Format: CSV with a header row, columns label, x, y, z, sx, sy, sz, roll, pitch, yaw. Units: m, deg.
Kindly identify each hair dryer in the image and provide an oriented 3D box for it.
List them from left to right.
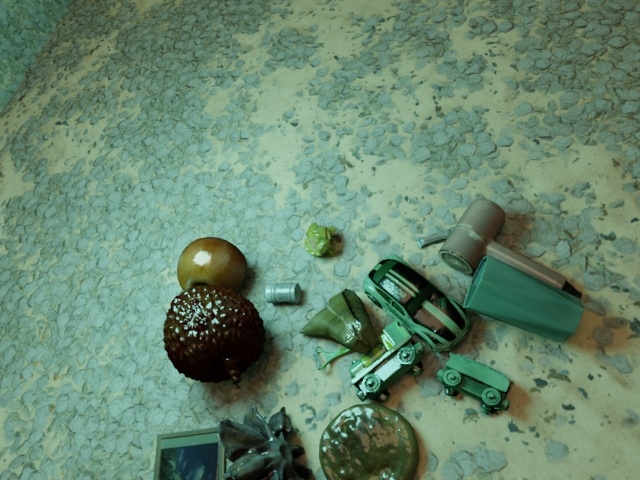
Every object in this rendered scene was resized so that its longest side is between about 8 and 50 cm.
label,x,y,z,sx,sy,sz,roll,pitch,yaw
hair dryer,0.496,0.044,1.270,0.344,0.107,0.189,31,73,21

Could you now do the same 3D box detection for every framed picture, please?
label,x,y,z,sx,sy,sz,roll,pitch,yaw
framed picture,-0.334,0.625,1.266,0.208,0.019,0.281,-13,58,12

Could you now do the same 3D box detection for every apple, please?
label,x,y,z,sx,sy,sz,roll,pitch,yaw
apple,-0.319,0.091,1.457,0.201,0.201,0.162,-3,48,18

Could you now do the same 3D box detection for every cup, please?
label,x,y,z,sx,sy,sz,roll,pitch,yaw
cup,0.469,0.144,1.166,0.235,0.148,0.134,24,88,8

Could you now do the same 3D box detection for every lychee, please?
label,x,y,z,sx,sy,sz,roll,pitch,yaw
lychee,-0.274,0.249,1.314,0.264,0.264,0.300,-37,59,-3

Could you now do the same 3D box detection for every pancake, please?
label,x,y,z,sx,sy,sz,roll,pitch,yaw
pancake,0.107,0.498,1.162,0.241,0.050,0.242,-9,63,19

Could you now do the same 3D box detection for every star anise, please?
label,x,y,z,sx,sy,sz,roll,pitch,yaw
star anise,-0.124,0.529,1.131,0.139,0.316,0.359,-49,11,22

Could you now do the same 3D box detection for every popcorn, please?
label,x,y,z,sx,sy,sz,roll,pitch,yaw
popcorn,-0.002,-0.001,1.467,0.109,0.089,0.097,47,120,42

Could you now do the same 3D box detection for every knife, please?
label,x,y,z,sx,sy,sz,roll,pitch,yaw
knife,0.060,0.284,1.317,0.166,0.023,0.078,-24,43,4

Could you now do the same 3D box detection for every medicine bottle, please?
label,x,y,z,sx,sy,sz,roll,pitch,yaw
medicine bottle,-0.107,0.151,1.430,0.091,0.058,0.058,-3,61,18

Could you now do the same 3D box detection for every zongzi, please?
label,x,y,z,sx,sy,sz,roll,pitch,yaw
zongzi,0.038,0.237,1.295,0.197,0.099,0.194,-35,30,6

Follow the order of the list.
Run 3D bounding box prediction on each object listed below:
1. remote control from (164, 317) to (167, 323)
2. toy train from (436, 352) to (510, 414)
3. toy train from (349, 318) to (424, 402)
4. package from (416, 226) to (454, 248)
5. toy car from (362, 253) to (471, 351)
label,x,y,z,sx,sy,sz,roll,pitch,yaw
remote control,-0.414,0.251,1.507,0.124,0.018,0.053,14,67,26
toy train,0.358,0.329,1.162,0.172,0.070,0.099,21,60,27
toy train,0.158,0.305,1.242,0.200,0.083,0.132,-36,45,-3
package,0.321,-0.007,1.393,0.110,0.015,0.037,-16,57,9
toy car,0.236,0.146,1.273,0.136,0.125,0.306,-45,56,-9
